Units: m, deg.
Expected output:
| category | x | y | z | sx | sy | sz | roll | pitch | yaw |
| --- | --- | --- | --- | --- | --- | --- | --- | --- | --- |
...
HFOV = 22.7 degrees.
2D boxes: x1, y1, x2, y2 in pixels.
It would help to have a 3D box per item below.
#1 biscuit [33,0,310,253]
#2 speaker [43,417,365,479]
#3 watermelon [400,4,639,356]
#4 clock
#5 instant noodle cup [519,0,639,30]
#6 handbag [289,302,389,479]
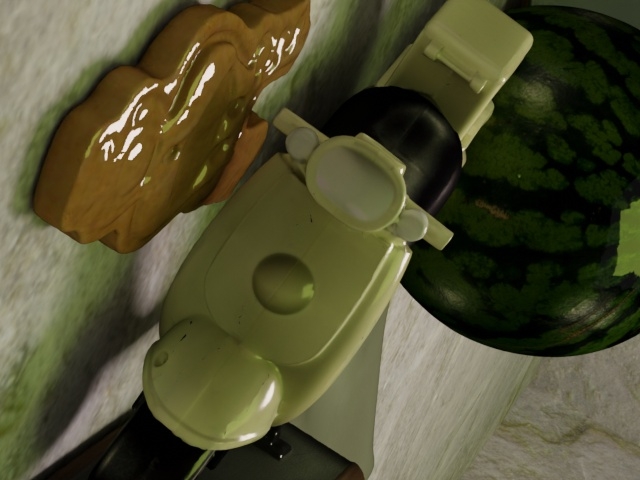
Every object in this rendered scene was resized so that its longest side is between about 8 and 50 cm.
| category | x | y | z | sx | sy | sz | roll | pitch | yaw |
| --- | --- | --- | --- | --- | --- | --- | --- | --- | --- |
| biscuit | -0.072 | -0.062 | 0.842 | 0.236 | 0.040 | 0.144 | -38 | 150 | -62 |
| speaker | -0.102 | 0.222 | 1.071 | 0.231 | 0.153 | 0.193 | -34 | 152 | -61 |
| watermelon | 0.180 | -0.044 | 1.273 | 0.285 | 0.285 | 0.285 | -54 | 166 | -21 |
| clock | 0.000 | 0.000 | 1.008 | 0.276 | 0.120 | 0.379 | -55 | 180 | 36 |
| instant noodle cup | 0.284 | -0.123 | 1.515 | 0.296 | 0.296 | 0.214 | -47 | 153 | -43 |
| handbag | -0.005 | 0.116 | 1.316 | 0.241 | 0.109 | 0.315 | -46 | 158 | -46 |
